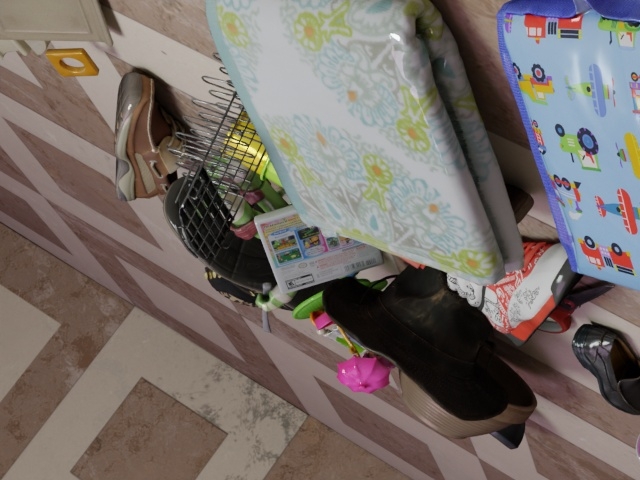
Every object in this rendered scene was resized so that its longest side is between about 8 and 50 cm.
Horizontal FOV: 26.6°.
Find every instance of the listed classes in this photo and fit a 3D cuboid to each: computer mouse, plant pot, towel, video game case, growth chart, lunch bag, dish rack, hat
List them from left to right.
[{"bbox_3d":[-0.119,-0.117,1.638,0.074,0.272,0.208,19,164,16],"label":"dish rack"},{"bbox_3d":[0.000,0.000,1.915,0.019,0.157,0.143,-104,-4,-51],"label":"video game case"},{"bbox_3d":[0.050,-0.128,1.475,0.320,0.090,0.374,18,144,43],"label":"towel"},{"bbox_3d":[0.109,0.157,2.240,0.237,0.021,0.172,-9,154,43],"label":"growth chart"},{"bbox_3d":[0.166,0.107,1.878,0.331,0.134,0.331,34,-166,-10],"label":"hat"},{"bbox_3d":[0.203,0.225,2.056,0.237,0.110,0.237,29,-165,-9],"label":"plant pot"},{"bbox_3d":[0.280,0.282,2.341,0.188,0.072,0.272,38,177,-14],"label":"computer mouse"},{"bbox_3d":[0.272,-0.095,1.140,0.221,0.138,0.293,19,148,55],"label":"lunch bag"}]

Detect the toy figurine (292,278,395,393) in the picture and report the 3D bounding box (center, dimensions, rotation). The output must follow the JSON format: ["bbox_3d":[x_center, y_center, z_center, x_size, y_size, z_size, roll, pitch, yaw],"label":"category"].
[{"bbox_3d":[0.063,0.153,2.049,0.130,0.173,0.159,-40,69,45],"label":"toy figurine"}]

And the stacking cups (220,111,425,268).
[{"bbox_3d":[0.021,-0.071,1.805,0.316,0.096,0.096,32,164,8],"label":"stacking cups"}]

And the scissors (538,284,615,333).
[{"bbox_3d":[0.323,0.084,1.739,0.109,0.021,0.297,44,163,-16],"label":"scissors"}]

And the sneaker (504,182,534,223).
[{"bbox_3d":[0.168,-0.051,1.576,0.071,0.066,0.188,44,163,-23],"label":"sneaker"}]

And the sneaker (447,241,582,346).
[{"bbox_3d":[0.231,0.035,1.645,0.145,0.090,0.270,41,162,9],"label":"sneaker"}]

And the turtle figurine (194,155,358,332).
[{"bbox_3d":[-0.087,0.000,2.035,0.266,0.198,0.274,39,162,-27],"label":"turtle figurine"}]

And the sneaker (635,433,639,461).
[{"bbox_3d":[0.548,0.336,1.870,0.236,0.095,0.104,35,172,23],"label":"sneaker"}]

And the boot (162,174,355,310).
[{"bbox_3d":[-0.143,0.019,2.328,0.377,0.138,0.284,30,169,-22],"label":"boot"}]

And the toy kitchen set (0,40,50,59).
[{"bbox_3d":[-0.502,-0.376,2.063,0.207,0.122,0.166,-2,144,34],"label":"toy kitchen set"}]

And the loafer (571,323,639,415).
[{"bbox_3d":[0.395,0.176,1.769,0.170,0.062,0.061,44,159,-30],"label":"loafer"}]

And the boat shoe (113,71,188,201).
[{"bbox_3d":[-0.268,-0.165,2.155,0.116,0.123,0.324,3,157,-6],"label":"boat shoe"}]

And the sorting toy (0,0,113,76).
[{"bbox_3d":[-0.397,-0.343,1.903,0.196,0.047,0.348,6,155,6],"label":"sorting toy"}]
